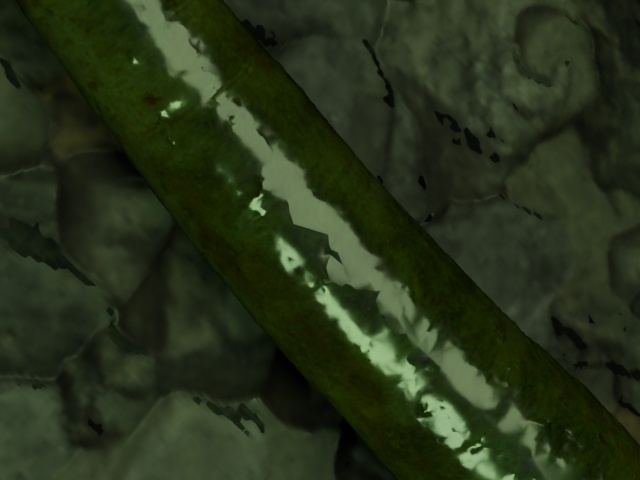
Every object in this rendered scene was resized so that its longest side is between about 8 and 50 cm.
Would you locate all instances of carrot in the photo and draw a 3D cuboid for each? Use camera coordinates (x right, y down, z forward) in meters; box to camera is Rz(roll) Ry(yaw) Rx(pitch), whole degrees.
[{"bbox_3d":[0.000,0.000,0.539,0.358,0.074,0.074,48,64,-17],"label":"carrot"}]
